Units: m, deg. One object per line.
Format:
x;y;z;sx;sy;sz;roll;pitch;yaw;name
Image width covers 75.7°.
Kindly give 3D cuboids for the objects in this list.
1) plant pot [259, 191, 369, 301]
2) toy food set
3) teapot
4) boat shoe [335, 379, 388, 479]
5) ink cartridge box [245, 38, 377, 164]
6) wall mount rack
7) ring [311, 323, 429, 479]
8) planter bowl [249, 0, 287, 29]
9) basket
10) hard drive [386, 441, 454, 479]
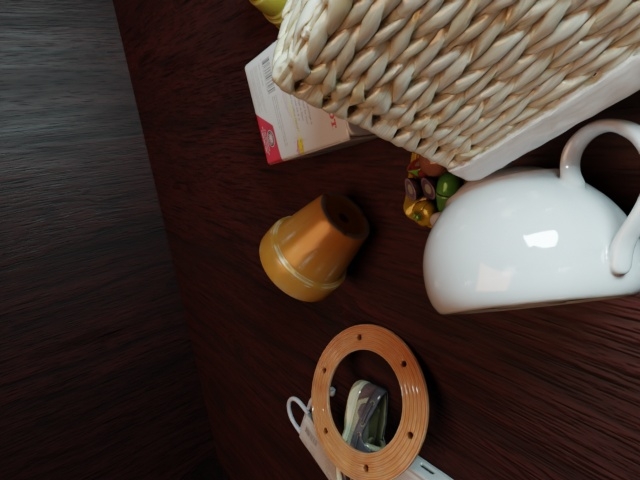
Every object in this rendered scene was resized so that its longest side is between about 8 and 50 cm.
0.000;0.000;0.901;0.188;0.205;0.205;-47;65;37;plant pot
0.178;-0.112;0.678;0.128;0.071;0.217;34;131;44;toy food set
0.242;-0.012;0.505;0.256;0.253;0.186;-11;76;27;teapot
0.108;0.486;0.984;0.093;0.103;0.284;-5;72;48;boat shoe
-0.009;-0.287;0.816;0.306;0.131;0.225;2;106;54;ink cartridge box
0.037;0.606;1.194;0.350;0.131;0.303;43;134;37;wall mount rack
0.103;0.361;0.938;0.337;0.032;0.336;-19;63;43;ring
-0.106;-0.558;0.866;0.217;0.091;0.216;31;130;46;planter bowl
0.145;-0.286;0.360;0.331;0.267;0.327;-38;42;55;basket
0.262;0.680;0.962;0.233;0.047;0.352;10;113;53;hard drive
